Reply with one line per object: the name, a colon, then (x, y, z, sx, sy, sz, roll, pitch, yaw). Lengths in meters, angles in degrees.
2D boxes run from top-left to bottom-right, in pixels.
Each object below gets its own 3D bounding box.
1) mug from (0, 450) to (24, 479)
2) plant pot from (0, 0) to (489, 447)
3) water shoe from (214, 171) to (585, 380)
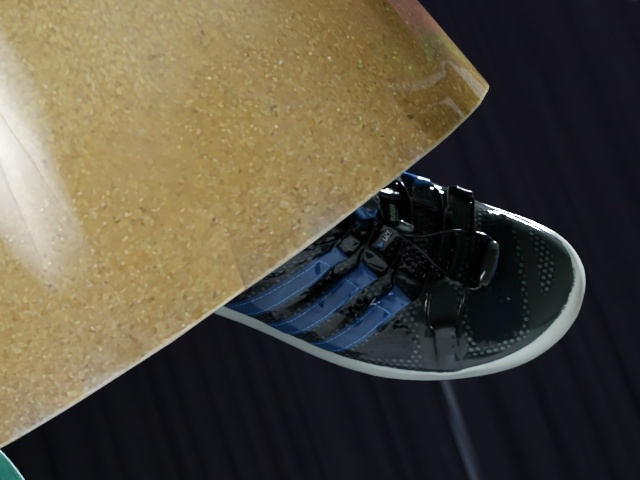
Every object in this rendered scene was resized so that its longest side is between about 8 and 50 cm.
mug: (-0.213, 0.166, 1.024, 0.097, 0.129, 0.158, -31, 14, 17)
plant pot: (-0.112, -0.090, 0.619, 0.237, 0.254, 0.237, -32, 6, 4)
water shoe: (0.000, 0.000, 0.685, 0.203, 0.073, 0.080, 10, -20, -5)
